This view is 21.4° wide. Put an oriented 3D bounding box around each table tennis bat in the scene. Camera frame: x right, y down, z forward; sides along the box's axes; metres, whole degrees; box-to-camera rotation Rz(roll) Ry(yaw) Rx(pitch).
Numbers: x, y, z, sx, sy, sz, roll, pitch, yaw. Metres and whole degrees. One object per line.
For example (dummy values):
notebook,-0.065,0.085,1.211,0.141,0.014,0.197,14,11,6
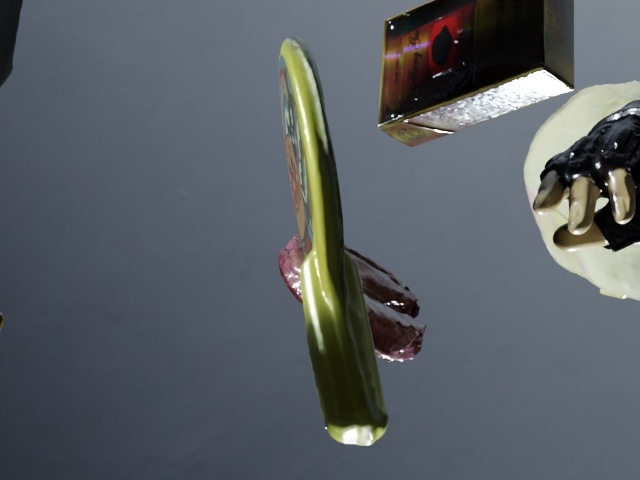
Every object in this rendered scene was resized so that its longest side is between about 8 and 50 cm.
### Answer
table tennis bat,0.000,0.000,1.451,0.054,0.368,0.224,-8,157,-6

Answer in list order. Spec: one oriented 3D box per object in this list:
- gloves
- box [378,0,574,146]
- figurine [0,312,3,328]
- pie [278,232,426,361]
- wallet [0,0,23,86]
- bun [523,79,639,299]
gloves,0.264,-0.056,1.422,0.203,0.124,0.164,-4,138,-27
box,0.178,-0.217,1.945,0.240,0.159,0.071,-17,150,40
figurine,-0.435,-0.033,1.230,0.268,0.401,0.387,-17,141,14
pie,0.043,0.066,2.069,0.204,0.218,0.054,26,109,-26
wallet,-0.389,-0.330,1.862,0.051,0.197,0.377,27,111,33
bun,0.387,-0.067,1.765,0.361,0.361,0.213,-1,106,15
